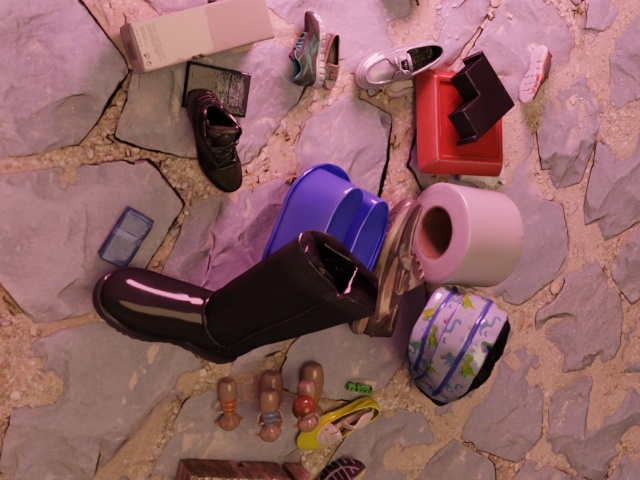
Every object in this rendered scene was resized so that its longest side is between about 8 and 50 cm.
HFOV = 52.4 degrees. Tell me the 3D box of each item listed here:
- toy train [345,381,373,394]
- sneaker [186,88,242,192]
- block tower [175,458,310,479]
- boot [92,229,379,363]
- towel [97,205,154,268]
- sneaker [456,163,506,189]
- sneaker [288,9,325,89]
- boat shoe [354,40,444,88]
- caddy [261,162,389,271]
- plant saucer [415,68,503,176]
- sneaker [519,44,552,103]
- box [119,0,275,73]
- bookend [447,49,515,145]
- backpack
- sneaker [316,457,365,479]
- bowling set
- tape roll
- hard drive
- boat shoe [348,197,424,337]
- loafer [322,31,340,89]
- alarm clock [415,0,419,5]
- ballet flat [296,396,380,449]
[{"bbox_3d":[0.101,0.380,1.674,0.083,0.017,0.023,17,83,-29],"label":"toy train"},{"bbox_3d":[-0.203,-0.185,1.318,0.087,0.130,0.227,-20,122,-15],"label":"sneaker"},{"bbox_3d":[-0.184,0.579,1.531,0.336,0.091,0.097,11,95,-29],"label":"block tower"},{"bbox_3d":[-0.164,0.096,1.235,0.367,0.445,0.146,27,55,-36],"label":"boot"},{"bbox_3d":[-0.396,-0.004,1.325,0.067,0.029,0.119,33,85,-29],"label":"towel"},{"bbox_3d":[0.424,-0.163,1.685,0.152,0.054,0.061,-7,78,-25],"label":"sneaker"},{"bbox_3d":[-0.032,-0.411,1.403,0.076,0.065,0.166,-6,103,-22],"label":"sneaker"},{"bbox_3d":[0.186,-0.411,1.501,0.228,0.081,0.079,-26,112,-20],"label":"boat shoe"},{"bbox_3d":[0.000,0.000,1.450,0.241,0.179,0.341,21,91,-53],"label":"caddy"},{"bbox_3d":[0.356,-0.292,1.605,0.259,0.048,0.258,-1,89,-26],"label":"plant saucer"},{"bbox_3d":[0.578,-0.430,1.713,0.065,0.061,0.157,16,94,-35],"label":"sneaker"},{"bbox_3d":[-0.238,-0.406,1.270,0.275,0.113,0.094,-22,111,-20],"label":"box"},{"bbox_3d":[0.353,-0.334,1.537,0.157,0.072,0.156,-43,106,-21],"label":"bookend"},{"bbox_3d":[0.333,0.251,1.584,0.273,0.355,0.290,37,82,0],"label":"backpack"},{"bbox_3d":[0.032,0.645,1.670,0.209,0.081,0.094,-33,121,-10],"label":"sneaker"},{"bbox_3d":[-0.087,0.399,1.486,0.287,0.200,0.154,-5,105,-22],"label":"bowling set"},{"bbox_3d":[0.344,-0.010,1.581,0.169,0.246,0.245,6,99,-29],"label":"tape roll"},{"bbox_3d":[-0.216,-0.312,1.351,0.135,0.022,0.094,5,99,-28],"label":"hard drive"},{"bbox_3d":[0.179,0.071,1.567,0.130,0.132,0.355,19,102,-8],"label":"boat shoe"},{"bbox_3d":[0.023,-0.398,1.444,0.045,0.039,0.125,-3,103,-27],"label":"loafer"},{"bbox_3d":[0.203,-0.643,1.472,0.130,0.064,0.191,6,95,-28],"label":"alarm clock"},{"bbox_3d":[0.051,0.465,1.632,0.231,0.077,0.077,-24,112,-20],"label":"ballet flat"}]
